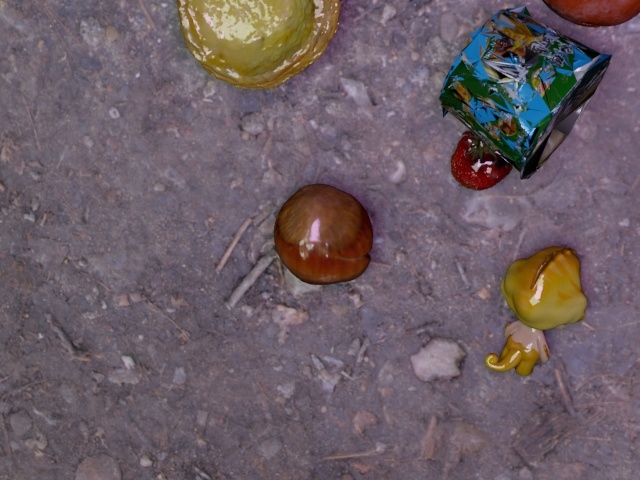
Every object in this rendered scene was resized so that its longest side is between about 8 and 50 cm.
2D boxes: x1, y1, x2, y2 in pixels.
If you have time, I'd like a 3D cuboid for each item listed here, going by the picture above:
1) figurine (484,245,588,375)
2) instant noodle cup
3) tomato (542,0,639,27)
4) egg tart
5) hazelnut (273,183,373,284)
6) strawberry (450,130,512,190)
[{"bbox_3d":[0.353,0.114,1.953,0.156,0.131,0.246,30,125,27],"label":"figurine"},{"bbox_3d":[0.304,-0.234,1.816,0.178,0.240,0.240,38,115,14],"label":"instant noodle cup"},{"bbox_3d":[0.396,-0.410,1.731,0.208,0.208,0.184,42,112,6],"label":"tomato"},{"bbox_3d":[-0.096,-0.396,1.976,0.294,0.123,0.294,7,111,18],"label":"egg tart"},{"bbox_3d":[0.000,0.000,2.026,0.182,0.182,0.182,6,107,20],"label":"hazelnut"},{"bbox_3d":[0.261,-0.126,1.931,0.106,0.106,0.106,6,107,20],"label":"strawberry"}]
